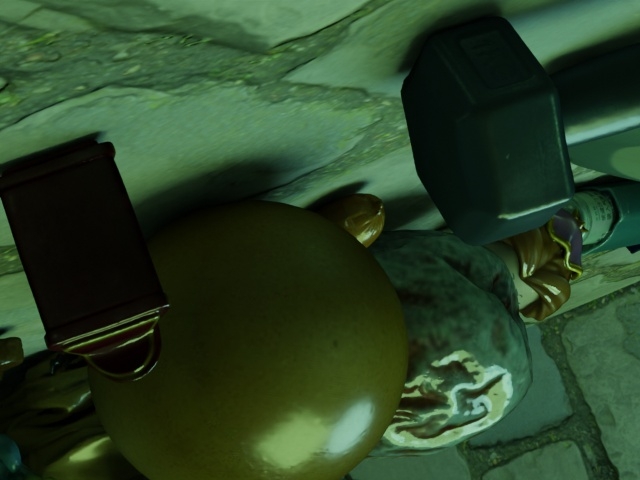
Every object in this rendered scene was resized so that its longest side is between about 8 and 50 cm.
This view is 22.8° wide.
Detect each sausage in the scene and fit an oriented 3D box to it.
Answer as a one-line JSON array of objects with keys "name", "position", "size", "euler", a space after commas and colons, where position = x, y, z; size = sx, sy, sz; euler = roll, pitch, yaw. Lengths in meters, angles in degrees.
[{"name": "sausage", "position": [0.000, 0.000, 1.482], "size": [0.062, 0.054, 0.183], "euler": [-9, 167, -44]}]

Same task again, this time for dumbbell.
[{"name": "dumbbell", "position": [0.225, -0.110, 1.118], "size": [0.325, 0.144, 0.160], "euler": [-19, 171, -12]}]

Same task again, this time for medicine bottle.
[{"name": "medicine bottle", "position": [0.362, -0.030, 1.930], "size": [0.258, 0.079, 0.124], "euler": [-8, 164, -46]}]

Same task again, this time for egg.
[{"name": "egg", "position": [-0.067, 0.097, 1.315], "size": [0.250, 0.250, 0.322], "euler": [-14, 173, -31]}]

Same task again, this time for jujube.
[{"name": "jujube", "position": [0.052, 0.112, 1.605], "size": [0.308, 0.215, 0.246], "euler": [-15, 147, 11]}]

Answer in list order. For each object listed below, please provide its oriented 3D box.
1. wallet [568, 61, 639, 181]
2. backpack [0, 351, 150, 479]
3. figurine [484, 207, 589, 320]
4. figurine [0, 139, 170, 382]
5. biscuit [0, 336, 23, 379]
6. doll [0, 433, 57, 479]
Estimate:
[{"name": "wallet", "position": [0.373, -0.067, 1.343], "size": [0.360, 0.083, 0.252], "euler": [16, 176, 8]}, {"name": "backpack", "position": [-0.205, 0.219, 1.806], "size": [0.378, 0.201, 0.353], "euler": [-14, 171, -20]}, {"name": "figurine", "position": [0.179, 0.038, 1.790], "size": [0.263, 0.142, 0.189], "euler": [-26, -160, 19]}, {"name": "figurine", "position": [-0.153, 0.022, 1.046], "size": [0.082, 0.154, 0.098], "euler": [-19, 172, -11]}, {"name": "biscuit", "position": [-0.368, 0.131, 1.496], "size": [0.180, 0.039, 0.236], "euler": [-19, 170, -17]}, {"name": "doll", "position": [-0.350, 0.313, 1.629], "size": [0.099, 0.346, 0.341], "euler": [-30, 151, -38]}]
